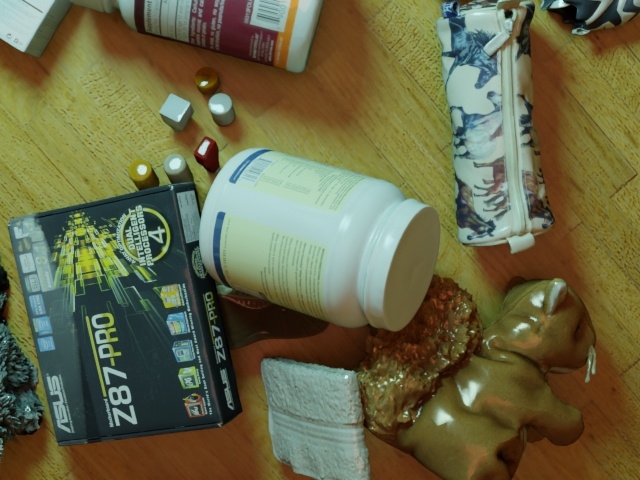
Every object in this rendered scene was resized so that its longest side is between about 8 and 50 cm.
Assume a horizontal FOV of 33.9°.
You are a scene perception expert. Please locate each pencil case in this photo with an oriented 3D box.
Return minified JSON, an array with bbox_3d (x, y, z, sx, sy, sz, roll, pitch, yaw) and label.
[{"bbox_3d":[0.286,-0.188,1.715,0.159,0.183,0.411,-7,95,-1],"label":"pencil case"}]

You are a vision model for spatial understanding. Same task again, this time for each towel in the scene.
[{"bbox_3d":[-0.014,0.290,1.708,0.049,0.282,0.187,-11,94,-31],"label":"towel"}]

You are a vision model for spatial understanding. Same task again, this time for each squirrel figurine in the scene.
[{"bbox_3d":[0.255,0.198,1.702,0.397,0.281,0.371,32,87,-5],"label":"squirrel figurine"}]

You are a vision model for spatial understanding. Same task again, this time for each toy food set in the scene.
[{"bbox_3d":[-0.218,-0.167,1.772,0.111,0.104,0.232,26,75,11],"label":"toy food set"}]

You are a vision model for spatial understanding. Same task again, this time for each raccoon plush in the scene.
[{"bbox_3d":[-0.610,0.201,1.674,0.216,0.299,0.447,-16,93,1],"label":"raccoon plush"}]

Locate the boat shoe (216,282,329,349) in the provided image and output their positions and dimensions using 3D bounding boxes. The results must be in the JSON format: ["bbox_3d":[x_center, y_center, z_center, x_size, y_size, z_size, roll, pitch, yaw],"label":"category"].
[{"bbox_3d":[-0.121,0.122,1.788,0.285,0.089,0.105,0,109,3],"label":"boat shoe"}]

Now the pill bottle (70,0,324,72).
[{"bbox_3d":[-0.188,-0.420,1.675,0.392,0.224,0.224,15,93,-1],"label":"pill bottle"}]

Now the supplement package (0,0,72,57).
[{"bbox_3d":[-0.473,-0.408,1.732,0.105,0.105,0.179,32,92,-2],"label":"supplement package"}]

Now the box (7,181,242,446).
[{"bbox_3d":[-0.321,0.124,1.732,0.318,0.097,0.395,-9,94,21],"label":"box"}]

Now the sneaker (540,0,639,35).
[{"bbox_3d":[0.419,-0.448,1.741,0.153,0.094,0.235,-28,104,-7],"label":"sneaker"}]

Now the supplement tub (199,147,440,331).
[{"bbox_3d":[0.000,0.000,1.647,0.324,0.235,0.236,17,94,25],"label":"supplement tub"}]
